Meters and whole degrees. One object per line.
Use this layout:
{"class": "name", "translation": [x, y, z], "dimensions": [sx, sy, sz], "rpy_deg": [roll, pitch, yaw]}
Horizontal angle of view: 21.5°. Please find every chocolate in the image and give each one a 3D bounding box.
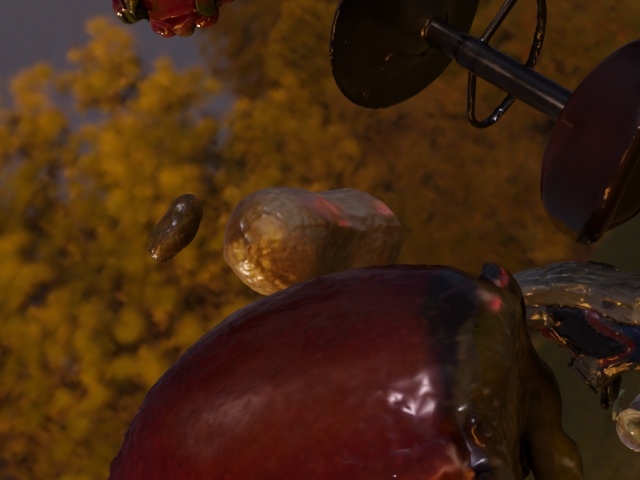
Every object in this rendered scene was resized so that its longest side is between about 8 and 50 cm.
{"class": "chocolate", "translation": [0.000, 0.000, 1.953], "dimensions": [0.134, 0.134, 0.309], "rpy_deg": [-59, -26, 14]}

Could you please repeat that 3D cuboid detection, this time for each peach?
{"class": "peach", "translation": [0.033, 0.209, 1.031], "dimensions": [0.416, 0.353, 0.339], "rpy_deg": [-60, 14, 27]}

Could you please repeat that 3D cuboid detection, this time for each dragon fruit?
{"class": "dragon fruit", "translation": [-0.216, -0.420, 2.371], "dimensions": [0.198, 0.218, 0.273], "rpy_deg": [-59, -27, -66]}

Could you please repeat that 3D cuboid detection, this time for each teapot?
{"class": "teapot", "translation": [0.361, 0.199, 1.897], "dimensions": [0.064, 0.083, 0.064], "rpy_deg": [-22, -47, -44]}

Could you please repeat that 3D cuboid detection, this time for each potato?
{"class": "potato", "translation": [-0.158, -0.014, 1.860], "dimensions": [0.046, 0.045, 0.092], "rpy_deg": [1, 47, 46]}

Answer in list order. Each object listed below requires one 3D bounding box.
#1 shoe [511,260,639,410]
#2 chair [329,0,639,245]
{"class": "shoe", "translation": [0.260, 0.089, 1.568], "dimensions": [0.099, 0.227, 0.125], "rpy_deg": [-29, -61, -55]}
{"class": "chair", "translation": [0.217, -0.152, 1.715], "dimensions": [0.226, 0.401, 0.226], "rpy_deg": [-27, -45, -30]}
